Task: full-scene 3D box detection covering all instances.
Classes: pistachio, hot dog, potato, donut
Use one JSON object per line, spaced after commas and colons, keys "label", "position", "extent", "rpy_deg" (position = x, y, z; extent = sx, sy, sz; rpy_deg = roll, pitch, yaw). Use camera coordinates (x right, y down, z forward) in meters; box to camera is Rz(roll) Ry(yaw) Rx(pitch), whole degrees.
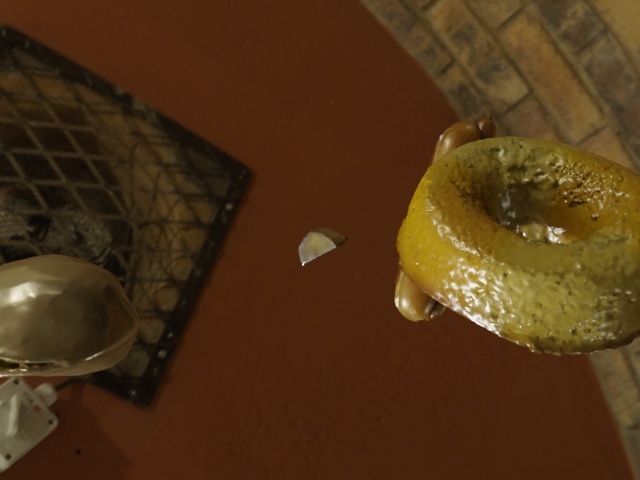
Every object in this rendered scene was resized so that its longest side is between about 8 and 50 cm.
{"label": "pistachio", "position": [-0.290, 0.080, 0.909], "extent": [0.152, 0.223, 0.126], "rpy_deg": [-61, -34, -55]}
{"label": "hot dog", "position": [0.204, -0.034, 1.365], "extent": [0.135, 0.100, 0.337], "rpy_deg": [5, -76, -60]}
{"label": "potato", "position": [0.001, -0.001, 1.117], "extent": [0.037, 0.093, 0.036], "rpy_deg": [-38, -86, -32]}
{"label": "donut", "position": [0.135, -0.008, 0.555], "extent": [0.178, 0.065, 0.162], "rpy_deg": [25, -137, 28]}
